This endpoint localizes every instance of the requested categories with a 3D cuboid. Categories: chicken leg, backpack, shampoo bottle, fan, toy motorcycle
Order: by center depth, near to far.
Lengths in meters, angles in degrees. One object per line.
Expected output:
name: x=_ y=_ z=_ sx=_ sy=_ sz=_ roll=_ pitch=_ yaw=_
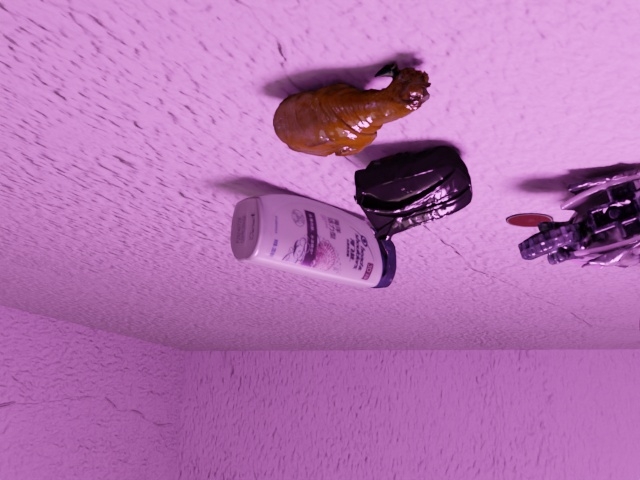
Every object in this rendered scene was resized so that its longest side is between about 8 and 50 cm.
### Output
chicken leg: x=0.045 y=-0.155 z=1.062 sx=0.227 sy=0.088 sz=0.103 roll=-13 pitch=150 yaw=32
backpack: x=0.137 y=-0.077 z=1.289 sx=0.165 sy=0.106 sz=0.120 roll=-17 pitch=139 yaw=13
toy motorcycle: x=0.472 y=-0.034 z=1.348 sx=0.326 sy=0.143 sz=0.188 roll=-24 pitch=163 yaw=30
shampoo bottle: x=0.000 y=0.000 z=1.555 sx=0.078 sy=0.134 sz=0.359 roll=-11 pitch=162 yaw=42
fan: x=0.403 y=-0.034 z=1.601 sx=0.133 sy=0.005 sz=0.085 roll=6 pitch=165 yaw=-8
